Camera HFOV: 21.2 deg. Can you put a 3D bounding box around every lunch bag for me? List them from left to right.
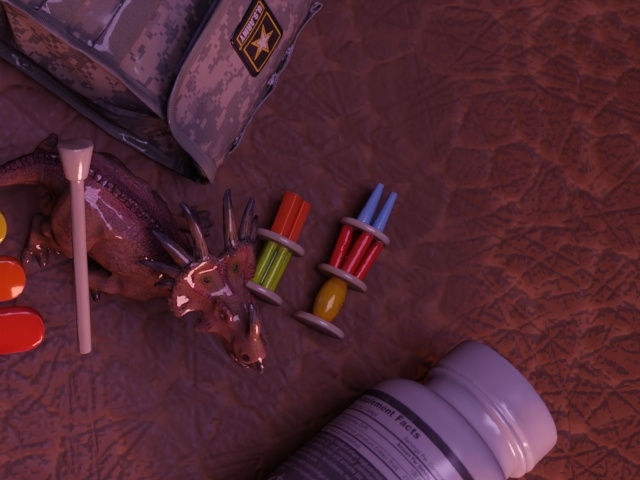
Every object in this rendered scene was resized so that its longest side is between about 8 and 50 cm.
[{"bbox_3d":[-0.139,-0.215,1.478,0.287,0.169,0.235,35,73,-26],"label":"lunch bag"}]

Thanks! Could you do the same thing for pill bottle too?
[{"bbox_3d":[0.058,0.236,1.541,0.318,0.176,0.176,-39,103,-18],"label":"pill bottle"}]

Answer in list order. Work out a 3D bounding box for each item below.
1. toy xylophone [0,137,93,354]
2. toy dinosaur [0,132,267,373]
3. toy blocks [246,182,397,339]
[{"bbox_3d":[-0.302,0.008,1.377,0.236,0.081,0.322,0,115,-16],"label":"toy xylophone"},{"bbox_3d":[-0.162,-0.015,1.443,0.296,0.200,0.127,31,78,-18],"label":"toy dinosaur"},{"bbox_3d":[0.000,0.000,1.587,0.123,0.054,0.148,30,79,-19],"label":"toy blocks"}]
